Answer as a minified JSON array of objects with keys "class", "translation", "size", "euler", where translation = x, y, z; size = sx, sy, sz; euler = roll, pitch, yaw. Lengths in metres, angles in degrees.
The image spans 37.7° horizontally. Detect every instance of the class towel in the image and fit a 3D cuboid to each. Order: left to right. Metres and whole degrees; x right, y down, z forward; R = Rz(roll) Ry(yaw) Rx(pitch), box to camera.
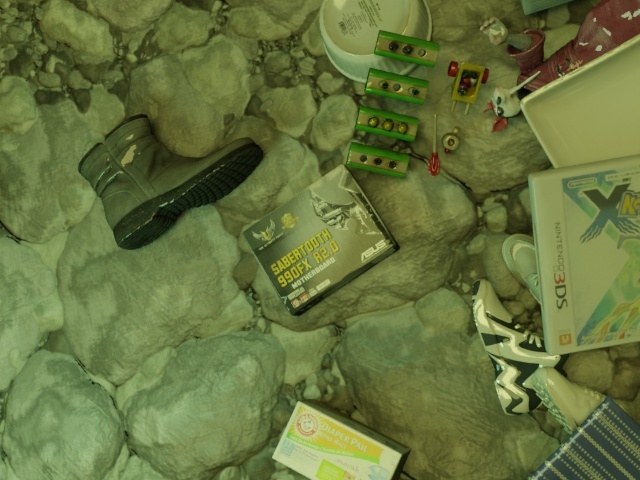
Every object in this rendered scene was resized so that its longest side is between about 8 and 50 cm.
[{"class":"towel","translation":[0.415,0.437,1.492],"size":[0.243,0.040,0.336],"euler":[42,94,-16]}]

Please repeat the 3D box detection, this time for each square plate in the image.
[{"class":"square plate","translation":[0.530,-0.156,1.445],"size":[0.344,0.049,0.347],"euler":[-30,107,8]}]

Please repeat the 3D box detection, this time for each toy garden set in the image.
[{"class":"toy garden set","translation":[0.172,-0.223,1.640],"size":[0.204,0.049,0.244],"euler":[12,106,-6]}]

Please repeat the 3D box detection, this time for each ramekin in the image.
[{"class":"ramekin","translation":[0.095,-0.395,1.702],"size":[0.207,0.109,0.207],"euler":[-2,83,14]}]

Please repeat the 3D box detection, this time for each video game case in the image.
[{"class":"video game case","translation":[0.499,0.014,1.451],"size":[0.329,0.036,0.300],"euler":[-10,108,0]}]

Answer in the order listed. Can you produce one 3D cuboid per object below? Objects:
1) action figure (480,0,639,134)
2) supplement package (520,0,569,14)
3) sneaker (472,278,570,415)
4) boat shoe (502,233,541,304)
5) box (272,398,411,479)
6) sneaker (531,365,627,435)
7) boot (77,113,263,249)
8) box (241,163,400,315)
[{"class":"action figure","translation":[0.433,-0.297,1.571],"size":[0.370,0.276,0.248],"euler":[-25,90,35]},{"class":"supplement package","translation":[0.394,-0.527,1.521],"size":[0.199,0.262,0.198],"euler":[-16,79,13]},{"class":"sneaker","translation":[0.350,0.164,1.571],"size":[0.153,0.094,0.235],"euler":[-17,79,11]},{"class":"boat shoe","translation":[0.393,0.074,1.576],"size":[0.079,0.081,0.227],"euler":[-42,75,6]},{"class":"box","translation":[0.037,0.367,1.620],"size":[0.203,0.103,0.114],"euler":[24,90,16]},{"class":"sneaker","translation":[0.430,0.275,1.509],"size":[0.095,0.090,0.235],"euler":[-41,109,2]},{"class":"boot","translation":[-0.295,-0.156,1.776],"size":[0.338,0.118,0.223],"euler":[-31,71,5]},{"class":"box","translation":[0.000,0.000,1.703],"size":[0.231,0.056,0.183],"euler":[-33,76,8]}]
